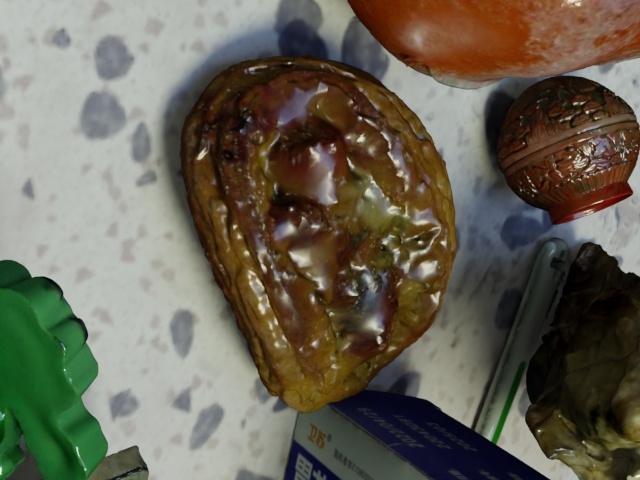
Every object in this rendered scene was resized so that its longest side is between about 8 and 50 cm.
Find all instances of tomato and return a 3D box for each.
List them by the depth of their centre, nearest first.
[{"bbox_3d":[0.121,-0.187,0.690,0.232,0.232,0.188,-20,103,-35],"label":"tomato"}]

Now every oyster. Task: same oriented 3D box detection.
[{"bbox_3d":[0.197,0.129,0.838,0.096,0.361,0.221,-20,94,8],"label":"oyster"}]

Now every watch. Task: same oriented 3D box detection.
[{"bbox_3d":[-0.199,0.079,0.534,0.152,0.165,0.131,-35,113,-49],"label":"watch"}]

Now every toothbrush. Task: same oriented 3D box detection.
[{"bbox_3d":[0.118,0.197,0.929,0.042,0.040,0.417,20,91,-52],"label":"toothbrush"}]

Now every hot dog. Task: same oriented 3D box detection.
[{"bbox_3d":[0.000,-0.002,0.726,0.160,0.099,0.226,-42,125,-24],"label":"hot dog"}]

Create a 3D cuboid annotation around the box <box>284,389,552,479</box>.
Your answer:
[{"bbox_3d":[0.042,0.266,0.769,0.106,0.200,0.299,11,98,-29],"label":"box"}]

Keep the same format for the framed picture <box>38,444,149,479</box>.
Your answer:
[{"bbox_3d":[-0.223,0.226,0.612,0.290,0.020,0.211,-15,134,-36],"label":"framed picture"}]

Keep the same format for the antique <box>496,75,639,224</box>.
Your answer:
[{"bbox_3d":[0.171,-0.066,0.851,0.104,0.104,0.104,-15,113,-37],"label":"antique"}]
